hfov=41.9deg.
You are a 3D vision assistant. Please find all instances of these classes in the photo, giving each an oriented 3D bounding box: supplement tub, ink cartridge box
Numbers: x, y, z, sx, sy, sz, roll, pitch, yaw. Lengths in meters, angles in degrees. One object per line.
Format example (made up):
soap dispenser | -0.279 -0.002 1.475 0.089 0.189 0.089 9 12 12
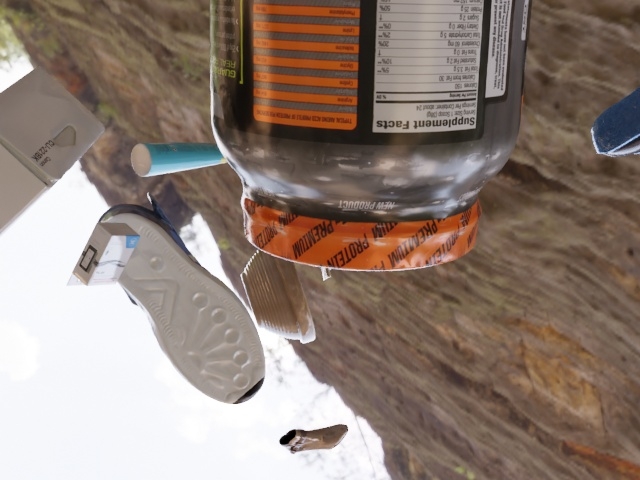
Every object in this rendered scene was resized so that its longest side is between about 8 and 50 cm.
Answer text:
supplement tub | 0.031 -0.165 0.534 0.207 0.338 0.207 2 -163 -1
ink cartridge box | -0.407 -0.059 0.990 0.272 0.114 0.197 -37 -162 20
ink cartridge box | -0.239 0.022 0.920 0.028 0.083 0.048 37 -164 23

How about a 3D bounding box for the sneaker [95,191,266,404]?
sneaker | -0.206 0.079 1.227 0.130 0.323 0.236 -40 -168 -5

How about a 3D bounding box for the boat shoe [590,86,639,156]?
boat shoe | 0.491 -0.192 1.136 0.089 0.109 0.258 6 164 -33

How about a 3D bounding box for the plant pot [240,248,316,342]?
plant pot | -0.096 0.110 1.731 0.109 0.237 0.237 -19 -146 -6

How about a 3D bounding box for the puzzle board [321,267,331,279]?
puzzle board | 0.000 0.000 1.381 0.011 0.128 0.096 -11 176 -5

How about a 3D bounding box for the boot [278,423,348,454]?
boot | -0.017 0.370 1.574 0.118 0.087 0.042 -40 -136 28

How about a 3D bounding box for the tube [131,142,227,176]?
tube | -0.213 -0.142 1.380 0.080 0.052 0.207 29 -153 35
